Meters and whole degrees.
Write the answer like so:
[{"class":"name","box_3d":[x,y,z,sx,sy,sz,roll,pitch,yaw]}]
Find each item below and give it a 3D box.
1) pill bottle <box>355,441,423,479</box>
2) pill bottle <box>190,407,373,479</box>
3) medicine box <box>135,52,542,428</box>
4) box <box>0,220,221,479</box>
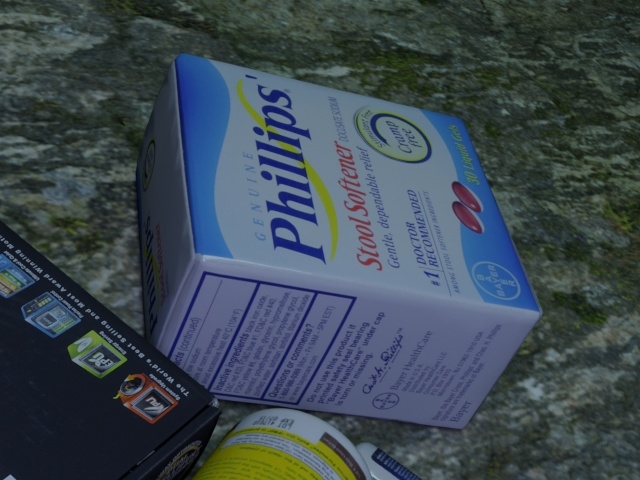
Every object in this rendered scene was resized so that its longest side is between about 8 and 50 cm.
[{"class":"pill bottle","box_3d":[0.040,0.191,0.857,0.120,0.067,0.067,35,38,11]},{"class":"pill bottle","box_3d":[-0.054,0.210,0.737,0.117,0.117,0.215,32,37,7]},{"class":"medicine box","box_3d":[0.000,0.000,0.995,0.289,0.149,0.263,11,39,-21]},{"class":"box","box_3d":[-0.311,0.088,0.750,0.395,0.097,0.318,38,41,14]}]
